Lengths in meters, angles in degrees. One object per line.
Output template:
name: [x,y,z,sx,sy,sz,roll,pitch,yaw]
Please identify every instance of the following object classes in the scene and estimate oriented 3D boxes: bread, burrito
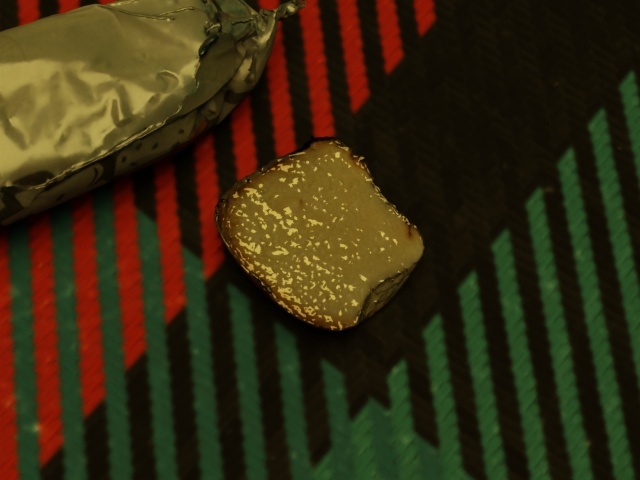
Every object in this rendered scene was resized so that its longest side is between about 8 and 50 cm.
bread: [0.000,0.000,0.903,0.126,0.044,0.129,-37,76,-24]
burrito: [-0.201,-0.078,0.874,0.445,0.101,0.139,-20,71,-13]
